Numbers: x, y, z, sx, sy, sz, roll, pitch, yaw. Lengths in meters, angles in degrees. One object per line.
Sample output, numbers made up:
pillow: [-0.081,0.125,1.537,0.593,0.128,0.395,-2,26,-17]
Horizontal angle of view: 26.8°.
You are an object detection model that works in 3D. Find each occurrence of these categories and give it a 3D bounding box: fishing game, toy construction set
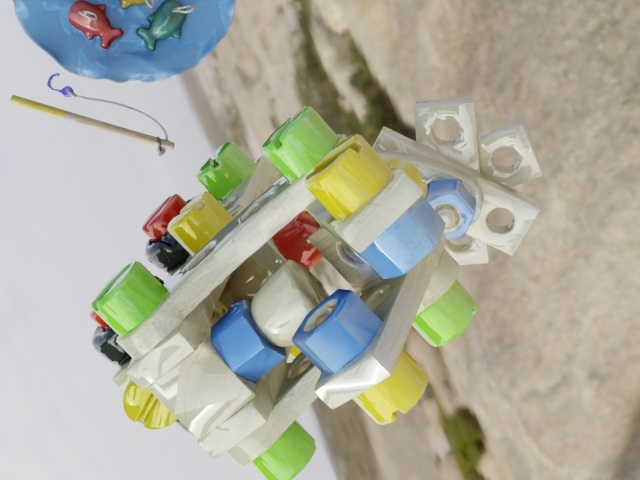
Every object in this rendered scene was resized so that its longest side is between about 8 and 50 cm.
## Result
fishing game: [-0.156,-0.216,1.068,0.041,0.189,0.264,-167,98,-82]
toy construction set: [0.000,0.000,0.675,0.151,0.215,0.327,51,-157,0]
